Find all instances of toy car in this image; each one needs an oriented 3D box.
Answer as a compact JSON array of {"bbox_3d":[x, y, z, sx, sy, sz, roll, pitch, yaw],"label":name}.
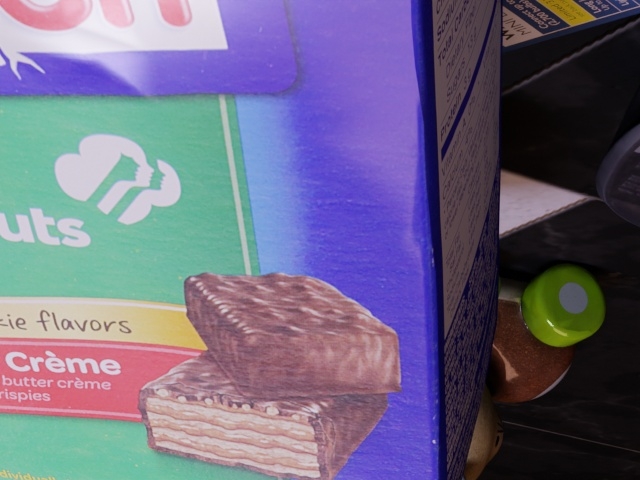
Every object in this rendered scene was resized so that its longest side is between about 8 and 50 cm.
[{"bbox_3d":[0.096,0.118,1.071,0.149,0.188,0.155,11,160,-16],"label":"toy car"}]

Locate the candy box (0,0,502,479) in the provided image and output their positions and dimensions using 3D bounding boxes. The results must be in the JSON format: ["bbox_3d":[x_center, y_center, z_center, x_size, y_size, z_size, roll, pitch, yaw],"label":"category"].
[{"bbox_3d":[-0.084,-0.052,0.492,0.268,0.122,0.317,6,135,12],"label":"candy box"}]

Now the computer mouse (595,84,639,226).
[{"bbox_3d":[0.240,-0.077,0.691,0.184,0.060,0.262,13,148,-9],"label":"computer mouse"}]

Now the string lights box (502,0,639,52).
[{"bbox_3d":[0.008,-0.118,0.593,0.259,0.077,0.133,-13,154,40],"label":"string lights box"}]
